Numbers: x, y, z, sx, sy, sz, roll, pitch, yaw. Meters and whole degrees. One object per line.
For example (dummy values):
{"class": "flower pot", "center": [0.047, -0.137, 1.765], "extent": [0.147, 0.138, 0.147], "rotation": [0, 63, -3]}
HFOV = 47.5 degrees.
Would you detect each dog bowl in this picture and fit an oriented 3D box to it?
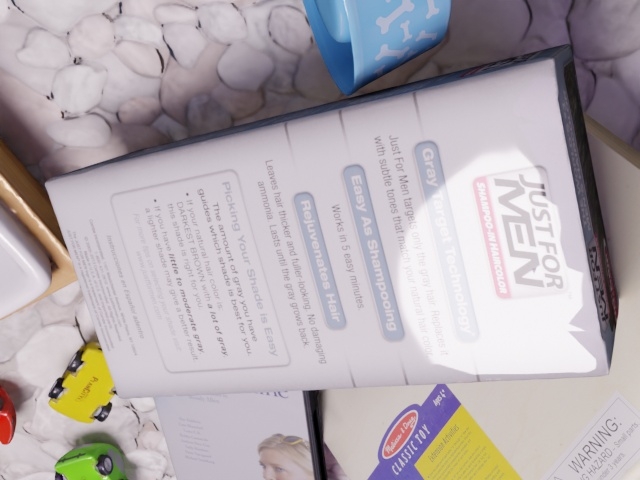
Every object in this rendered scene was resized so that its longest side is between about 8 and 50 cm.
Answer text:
{"class": "dog bowl", "center": [0.015, -0.241, 0.449], "extent": [0.074, 0.166, 0.297], "rotation": [-17, 120, -5]}

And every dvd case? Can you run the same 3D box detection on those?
{"class": "dvd case", "center": [-0.084, 0.205, 0.761], "extent": [0.181, 0.022, 0.253], "rotation": [5, 123, 18]}

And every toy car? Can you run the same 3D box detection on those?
{"class": "toy car", "center": [-0.269, 0.208, 0.773], "extent": [0.239, 0.053, 0.225], "rotation": [-17, 120, 10]}

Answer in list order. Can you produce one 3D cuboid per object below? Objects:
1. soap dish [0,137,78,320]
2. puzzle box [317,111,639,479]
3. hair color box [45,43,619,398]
{"class": "soap dish", "center": [-0.372, -0.009, 0.602], "extent": [0.291, 0.118, 0.229], "rotation": [-26, 118, 14]}
{"class": "puzzle box", "center": [0.152, 0.108, 0.607], "extent": [0.052, 0.272, 0.408], "rotation": [0, 129, -41]}
{"class": "hair color box", "center": [0.000, 0.000, 0.524], "extent": [0.375, 0.113, 0.185], "rotation": [-8, 104, 27]}
